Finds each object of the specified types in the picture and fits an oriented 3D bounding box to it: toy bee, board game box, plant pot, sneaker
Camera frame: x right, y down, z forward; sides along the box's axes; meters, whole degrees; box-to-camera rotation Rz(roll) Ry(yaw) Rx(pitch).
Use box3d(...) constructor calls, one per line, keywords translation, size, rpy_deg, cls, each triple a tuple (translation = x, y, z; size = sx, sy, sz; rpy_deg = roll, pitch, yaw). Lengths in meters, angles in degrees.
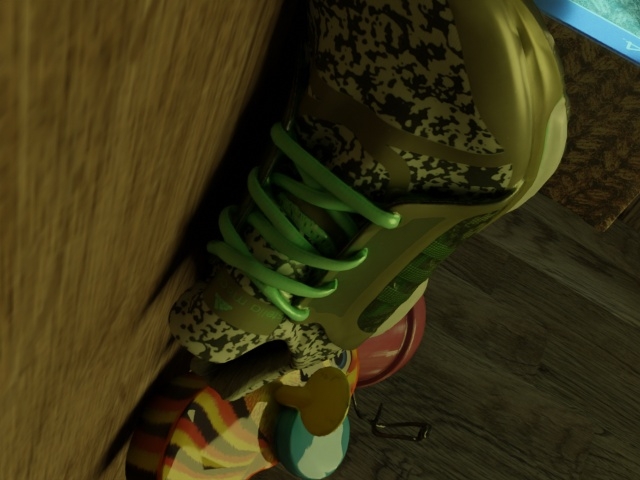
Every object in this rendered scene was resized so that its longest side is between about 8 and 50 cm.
box3d(translation=(-0.036, 0.117, 0.718), size=(0.298, 0.195, 0.162), rpy_deg=(-7, 93, -64), cls="toy bee")
box3d(translation=(0.195, -0.196, 0.660), size=(0.291, 0.232, 0.141), rpy_deg=(-56, 174, -36), cls="board game box")
box3d(translation=(0.018, 0.104, 1.094), size=(0.201, 0.201, 0.180), rpy_deg=(-60, 160, 16), cls="plant pot")
box3d(translation=(0.000, 0.000, 0.474), size=(0.182, 0.158, 0.410), rpy_deg=(-44, 166, -26), cls="sneaker")
